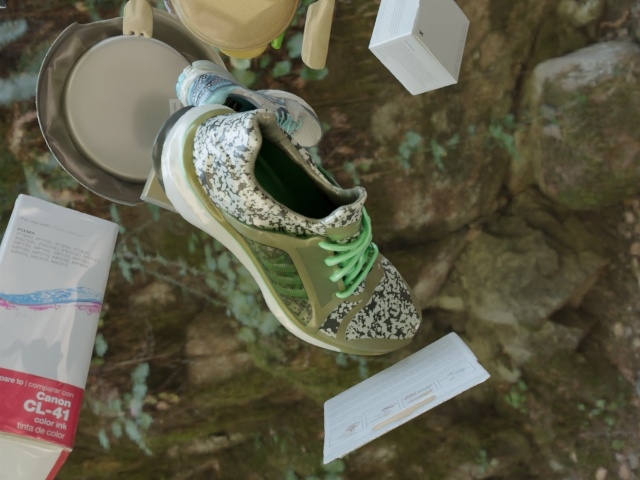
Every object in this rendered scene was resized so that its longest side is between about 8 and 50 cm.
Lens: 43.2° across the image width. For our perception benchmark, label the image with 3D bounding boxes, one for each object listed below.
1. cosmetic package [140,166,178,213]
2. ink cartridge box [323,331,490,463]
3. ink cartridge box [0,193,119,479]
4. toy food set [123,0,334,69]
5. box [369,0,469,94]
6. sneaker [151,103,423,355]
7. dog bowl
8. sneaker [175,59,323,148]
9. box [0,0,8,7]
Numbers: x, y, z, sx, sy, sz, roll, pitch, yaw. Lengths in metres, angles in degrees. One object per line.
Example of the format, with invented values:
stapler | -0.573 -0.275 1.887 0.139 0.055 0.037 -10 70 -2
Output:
cosmetic package | -0.176 -0.096 1.012 0.041 0.060 0.115 -7 64 69
ink cartridge box | 0.094 0.185 0.887 0.066 0.189 0.232 61 -178 -7
ink cartridge box | -0.343 0.136 0.932 0.226 0.131 0.306 -52 26 42
toy food set | -0.080 -0.234 0.749 0.039 0.191 0.133 -89 10 -59
box | 0.218 -0.448 1.752 0.182 0.119 0.181 37 -122 -39
sneaker | 0.000 0.000 0.916 0.410 0.158 0.182 42 153 -26
dog bowl | -0.328 -0.231 1.431 0.102 0.348 0.349 0 102 62
sneaker | -0.103 -0.194 1.339 0.110 0.282 0.122 -60 41 20
box | -0.243 -0.260 0.503 0.158 0.093 0.156 98 176 -62
